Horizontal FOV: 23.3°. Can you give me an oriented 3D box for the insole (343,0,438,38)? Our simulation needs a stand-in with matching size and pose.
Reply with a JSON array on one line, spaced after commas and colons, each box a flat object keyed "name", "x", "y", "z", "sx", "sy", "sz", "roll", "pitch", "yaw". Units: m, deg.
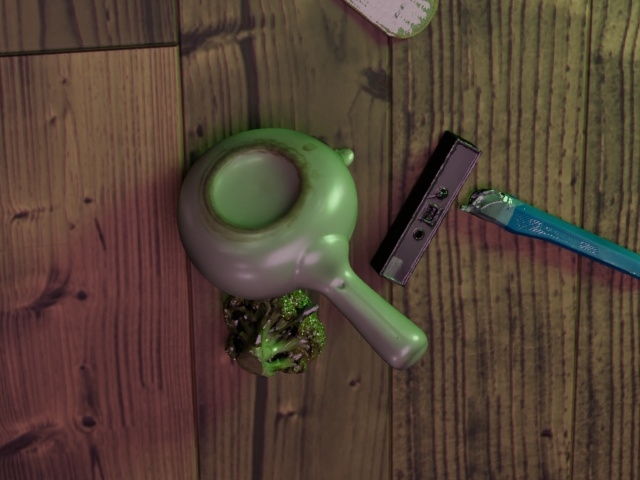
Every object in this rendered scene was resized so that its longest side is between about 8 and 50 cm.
[{"name": "insole", "x": -0.010, "y": -0.341, "z": 1.762, "sx": 0.348, "sy": 0.009, "sz": 0.119, "roll": 31, "pitch": 98, "yaw": -21}]

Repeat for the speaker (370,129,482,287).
[{"name": "speaker", "x": 0.127, "y": -0.038, "z": 1.878, "sx": 0.040, "sy": 0.046, "sz": 0.191, "roll": 26, "pitch": 100, "yaw": -20}]

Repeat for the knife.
[{"name": "knife", "x": 0.305, "y": -0.004, "z": 1.946, "sx": 0.297, "sy": 0.026, "sz": 0.044, "roll": 22, "pitch": 104, "yaw": -22}]

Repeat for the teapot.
[{"name": "teapot", "x": -0.033, "y": 0.019, "z": 1.743, "sx": 0.220, "sy": 0.318, "sz": 0.149, "roll": -21, "pitch": 150, "yaw": 1}]

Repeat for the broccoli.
[{"name": "broccoli", "x": -0.059, "y": 0.110, "z": 1.844, "sx": 0.131, "sy": 0.120, "sz": 0.130, "roll": 21, "pitch": 132, "yaw": 16}]
